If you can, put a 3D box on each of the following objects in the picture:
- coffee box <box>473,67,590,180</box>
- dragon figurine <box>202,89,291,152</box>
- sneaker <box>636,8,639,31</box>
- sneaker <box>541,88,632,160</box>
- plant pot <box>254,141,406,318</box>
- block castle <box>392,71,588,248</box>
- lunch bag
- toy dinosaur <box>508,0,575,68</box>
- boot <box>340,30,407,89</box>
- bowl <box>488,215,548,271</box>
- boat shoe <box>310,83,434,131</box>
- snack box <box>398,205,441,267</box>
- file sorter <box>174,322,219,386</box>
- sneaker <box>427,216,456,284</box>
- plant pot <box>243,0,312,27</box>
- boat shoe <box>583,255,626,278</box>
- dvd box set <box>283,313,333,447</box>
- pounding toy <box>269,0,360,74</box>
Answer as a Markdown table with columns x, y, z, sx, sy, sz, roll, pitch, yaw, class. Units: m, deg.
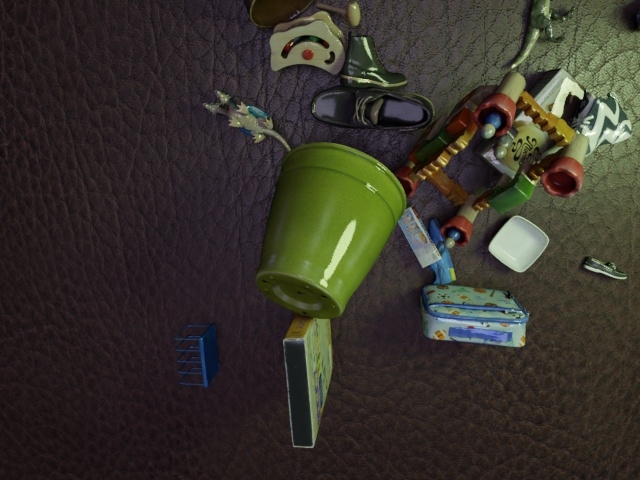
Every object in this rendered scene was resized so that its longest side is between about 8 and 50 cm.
| x | y | z | sx | sy | sz | roll | pitch | yaw | class |
| --- | --- | --- | --- | --- | --- | --- | --- | --- | --- |
| 0.597 | -0.301 | 1.396 | 0.168 | 0.119 | 0.297 | 40 | 104 | -6 | coffee box |
| -0.200 | -0.345 | 1.474 | 0.289 | 0.144 | 0.085 | 25 | 104 | -21 | dragon figurine |
| 0.949 | -0.671 | 1.282 | 0.315 | 0.127 | 0.182 | -23 | 97 | 3 | sneaker |
| 0.659 | -0.296 | 1.282 | 0.234 | 0.094 | 0.153 | -21 | 103 | 8 | sneaker |
| 0.000 | 0.000 | 1.326 | 0.366 | 0.366 | 0.353 | 23 | 62 | -1 | plant pot |
| 0.395 | -0.172 | 1.280 | 0.303 | 0.453 | 0.213 | 41 | 61 | -7 | block castle |
| 0.446 | 0.218 | 1.474 | 0.303 | 0.243 | 0.115 | 3 | 104 | 5 | lunch bag |
| 0.607 | -0.587 | 1.356 | 0.118 | 0.064 | 0.268 | 18 | 106 | 16 | toy dinosaur |
| 0.156 | -0.488 | 1.374 | 0.197 | 0.077 | 0.137 | -6 | 118 | -24 | boot |
| 0.585 | 0.006 | 1.507 | 0.142 | 0.053 | 0.142 | 36 | 104 | -3 | bowl |
| 0.145 | -0.374 | 1.413 | 0.354 | 0.130 | 0.133 | 3 | 104 | 4 | boat shoe |
| 0.291 | -0.011 | 1.510 | 0.064 | 0.022 | 0.178 | -32 | 84 | 39 | snack box |
| -0.405 | 0.372 | 1.654 | 0.104 | 0.118 | 0.171 | 0 | 104 | 8 | file sorter |
| 0.348 | 0.037 | 1.529 | 0.082 | 0.069 | 0.210 | -14 | 102 | 12 | sneaker |
| -0.144 | -0.730 | 1.330 | 0.215 | 0.215 | 0.231 | -30 | 84 | 11 | plant pot |
| 0.853 | 0.080 | 1.507 | 0.125 | 0.046 | 0.038 | 18 | 110 | 9 | boat shoe |
| -0.025 | 0.332 | 1.453 | 0.062 | 0.420 | 0.308 | -2 | 104 | 9 | dvd box set |
| -0.007 | -0.559 | 1.414 | 0.269 | 0.155 | 0.154 | -9 | 131 | 17 | pounding toy |
